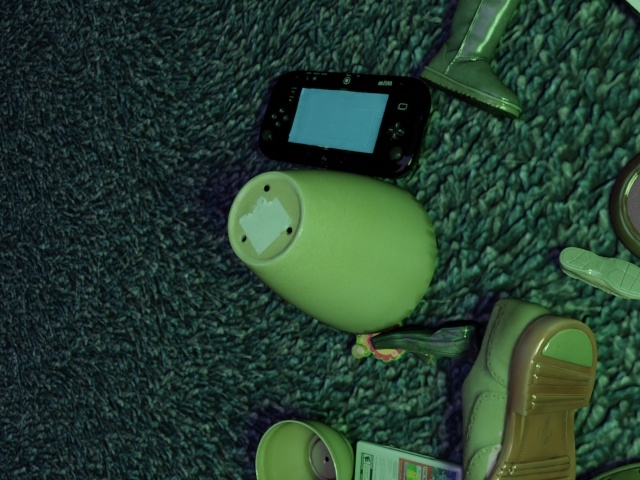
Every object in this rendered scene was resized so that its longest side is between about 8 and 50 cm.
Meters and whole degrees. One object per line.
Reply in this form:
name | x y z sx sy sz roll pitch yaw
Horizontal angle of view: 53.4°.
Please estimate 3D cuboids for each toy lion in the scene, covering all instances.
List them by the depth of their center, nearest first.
toy lion | 0.094 0.148 1.034 0.096 0.034 0.100 -16 78 25

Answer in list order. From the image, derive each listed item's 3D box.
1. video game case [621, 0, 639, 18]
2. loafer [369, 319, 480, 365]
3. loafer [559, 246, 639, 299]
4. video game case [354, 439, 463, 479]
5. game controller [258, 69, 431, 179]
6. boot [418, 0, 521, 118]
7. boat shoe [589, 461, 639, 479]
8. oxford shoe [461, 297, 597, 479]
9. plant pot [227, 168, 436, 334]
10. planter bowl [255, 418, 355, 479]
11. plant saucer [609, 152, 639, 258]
video game case | 0.468 -0.398 0.800 0.232 0.041 0.210 -44 64 24
loafer | 0.157 0.160 0.964 0.170 0.062 0.061 -8 93 27
loafer | 0.379 0.047 0.845 0.125 0.039 0.045 26 69 30
video game case | 0.132 0.432 0.995 0.183 0.023 0.201 3 88 35
game controller | 0.033 -0.200 1.072 0.319 0.067 0.167 13 95 33
boot | 0.257 -0.303 0.931 0.189 0.076 0.209 36 100 28
boat shoe | 0.353 0.391 0.800 0.302 0.113 0.103 -38 103 13
oxford shoe | 0.259 0.271 0.878 0.146 0.140 0.397 -142 63 -63
plant pot | 0.000 0.000 0.936 0.256 0.274 0.257 -8 75 31
planter bowl | -0.011 0.366 1.043 0.162 0.109 0.162 -2 87 34
plant saucer | 0.452 -0.046 0.801 0.168 0.029 0.169 -3 85 33
